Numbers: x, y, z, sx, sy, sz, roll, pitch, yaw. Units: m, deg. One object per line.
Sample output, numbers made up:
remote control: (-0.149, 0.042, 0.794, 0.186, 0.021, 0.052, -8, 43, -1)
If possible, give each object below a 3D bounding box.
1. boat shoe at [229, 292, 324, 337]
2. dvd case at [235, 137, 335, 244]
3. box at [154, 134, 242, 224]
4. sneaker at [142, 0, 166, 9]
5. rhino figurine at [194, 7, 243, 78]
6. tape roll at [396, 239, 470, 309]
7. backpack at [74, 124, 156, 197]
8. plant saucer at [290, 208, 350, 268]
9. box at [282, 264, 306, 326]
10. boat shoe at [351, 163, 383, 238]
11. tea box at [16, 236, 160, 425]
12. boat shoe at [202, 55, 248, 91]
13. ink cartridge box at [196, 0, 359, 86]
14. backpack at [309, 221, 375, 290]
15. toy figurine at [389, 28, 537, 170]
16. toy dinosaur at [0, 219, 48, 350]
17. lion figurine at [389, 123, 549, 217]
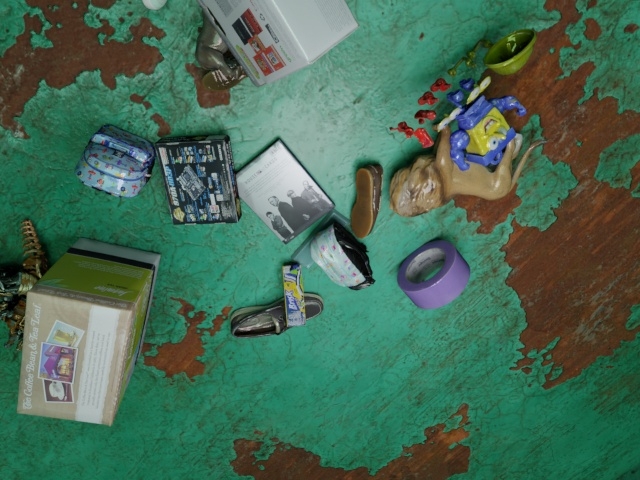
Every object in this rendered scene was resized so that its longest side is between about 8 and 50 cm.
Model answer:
boat shoe: (-0.126, 0.231, 1.384, 0.285, 0.092, 0.102, -11, 117, -2)
dvd case: (-0.101, -0.124, 1.247, 0.179, 0.029, 0.238, -36, 114, 11)
box: (-0.300, -0.147, 1.181, 0.175, 0.051, 0.220, -2, 117, 7)
sneaker: (-0.263, -0.571, 0.949, 0.151, 0.094, 0.256, 28, 109, 2)
rhino figurine: (-0.203, -0.475, 1.013, 0.106, 0.073, 0.243, 12, 96, -2)
tape roll: (0.313, 0.094, 1.318, 0.189, 0.189, 0.080, -37, 115, 11)
backpack: (-0.474, -0.177, 1.094, 0.158, 0.173, 0.117, 24, 111, -17)
plant saucer: (0.000, 0.000, 1.328, 0.067, 0.018, 0.192, 34, 107, -21)
box: (-0.074, 0.155, 1.326, 0.054, 0.059, 0.168, -4, 81, -5)
boat shoe: (0.133, -0.103, 1.264, 0.073, 0.073, 0.207, -25, 133, -40)
tea box: (-0.564, 0.214, 1.181, 0.220, 0.323, 0.329, 13, 110, -11)
boat shoe: (-0.202, -0.393, 1.091, 0.152, 0.049, 0.056, -22, 135, -1)
ink cartridge box: (-0.118, -0.461, 0.860, 0.130, 0.272, 0.309, -43, 114, -17)
backpack: (0.057, 0.042, 1.274, 0.115, 0.152, 0.182, -34, 124, 15)
toy figurine: (0.367, -0.282, 1.091, 0.362, 0.191, 0.217, -45, 115, -11)
toy dinosaur: (-0.783, 0.117, 1.223, 0.218, 0.164, 0.322, 9, 72, -10)
lion figurine: (0.376, -0.168, 1.215, 0.392, 0.142, 0.240, 4, 102, -1)
